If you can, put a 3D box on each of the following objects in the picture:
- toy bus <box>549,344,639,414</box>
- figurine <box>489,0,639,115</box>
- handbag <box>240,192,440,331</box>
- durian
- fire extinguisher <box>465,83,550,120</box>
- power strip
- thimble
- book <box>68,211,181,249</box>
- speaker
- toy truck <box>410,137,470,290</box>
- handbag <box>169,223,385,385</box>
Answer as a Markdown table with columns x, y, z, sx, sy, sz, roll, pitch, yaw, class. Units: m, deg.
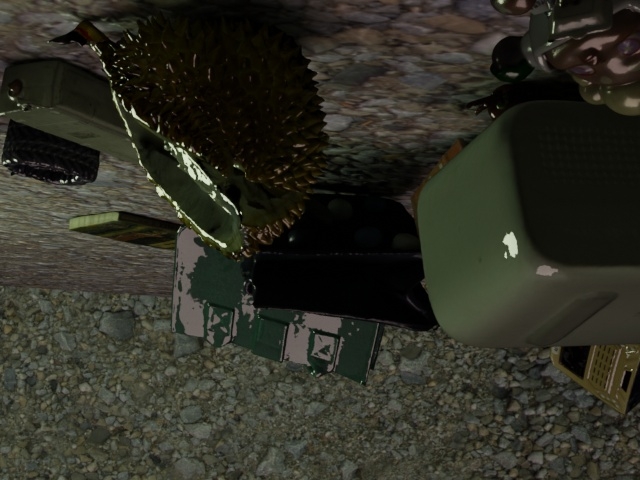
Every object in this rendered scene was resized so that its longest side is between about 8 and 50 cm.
| x | y | z | sx | sy | sz | roll | pitch | yaw | class |
| --- | --- | --- | --- | --- | --- | --- | --- | --- | --- |
| 0.431 | 0.082 | 1.264 | 0.157 | 0.139 | 0.289 | 32 | -130 | 33 | toy bus |
| 0.146 | -0.137 | 0.563 | 0.197 | 0.093 | 0.147 | 11 | 157 | -33 | figurine |
| 0.000 | 0.000 | 1.210 | 0.269 | 0.118 | 0.325 | 5 | -167 | -10 | handbag |
| -0.086 | -0.109 | 0.772 | 0.237 | 0.138 | 0.193 | 47 | 162 | 5 | durian |
| 0.184 | -0.111 | 0.876 | 0.056 | 0.039 | 0.132 | -24 | 156 | 30 | fire extinguisher |
| -0.208 | -0.119 | 0.992 | 0.078 | 0.052 | 0.272 | -1 | 170 | 30 | power strip |
| -0.306 | -0.103 | 1.106 | 0.104 | 0.066 | 0.095 | 13 | 167 | -31 | thimble |
| -0.319 | -0.017 | 1.785 | 0.160 | 0.024 | 0.228 | -7 | 165 | 44 | book |
| 0.309 | -0.013 | 0.874 | 0.406 | 0.183 | 0.184 | 0 | 159 | -15 | speaker |
| 0.256 | -0.009 | 1.085 | 0.305 | 0.162 | 0.136 | 9 | 138 | -27 | toy truck |
| -0.059 | 0.079 | 1.474 | 0.326 | 0.238 | 0.089 | 15 | -148 | 6 | handbag |
